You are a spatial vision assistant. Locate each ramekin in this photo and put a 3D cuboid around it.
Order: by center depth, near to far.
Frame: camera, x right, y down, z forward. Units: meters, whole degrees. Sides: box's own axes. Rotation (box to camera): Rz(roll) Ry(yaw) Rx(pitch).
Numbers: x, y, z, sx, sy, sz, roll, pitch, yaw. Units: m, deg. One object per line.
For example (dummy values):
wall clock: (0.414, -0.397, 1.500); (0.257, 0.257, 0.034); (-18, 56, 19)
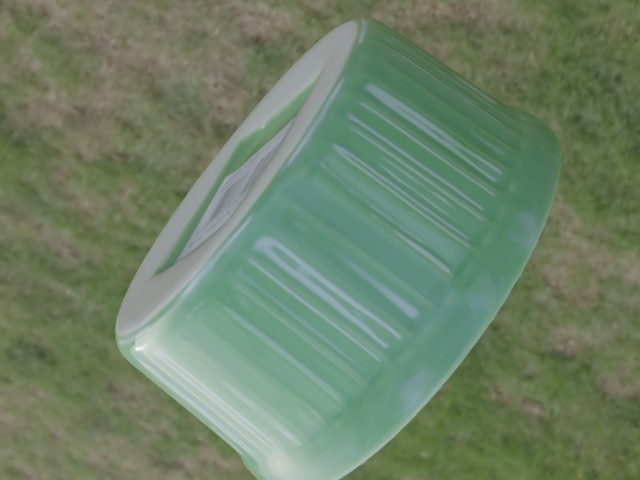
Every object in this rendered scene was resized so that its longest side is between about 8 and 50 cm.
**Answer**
ramekin: (0.000, 0.000, 0.887); (0.148, 0.303, 0.303); (37, 146, -13)
